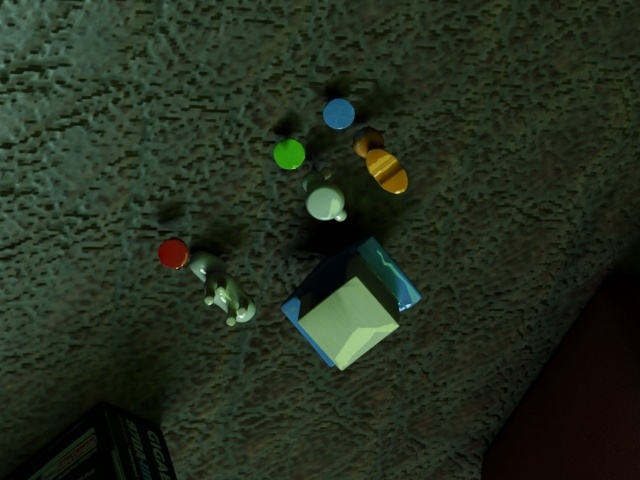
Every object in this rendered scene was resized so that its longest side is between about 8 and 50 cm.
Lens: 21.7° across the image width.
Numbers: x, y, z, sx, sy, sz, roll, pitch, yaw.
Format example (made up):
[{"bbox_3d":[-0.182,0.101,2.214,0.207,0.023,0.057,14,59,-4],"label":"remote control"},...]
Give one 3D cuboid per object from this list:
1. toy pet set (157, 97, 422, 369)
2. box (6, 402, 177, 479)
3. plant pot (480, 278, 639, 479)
[{"bbox_3d":[0.000,0.000,0.840,0.122,0.065,0.114,-38,102,12],"label":"toy pet set"},{"bbox_3d":[-0.159,0.220,0.893,0.220,0.175,0.051,-39,136,16],"label":"box"},{"bbox_3d":[0.238,0.173,0.973,0.267,0.236,0.267,7,131,-27],"label":"plant pot"}]
